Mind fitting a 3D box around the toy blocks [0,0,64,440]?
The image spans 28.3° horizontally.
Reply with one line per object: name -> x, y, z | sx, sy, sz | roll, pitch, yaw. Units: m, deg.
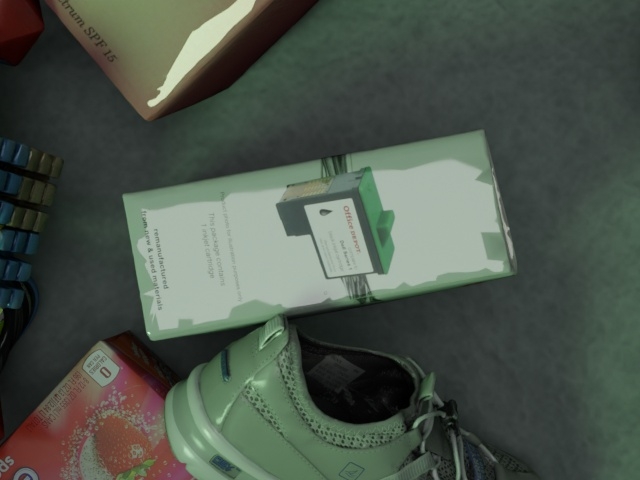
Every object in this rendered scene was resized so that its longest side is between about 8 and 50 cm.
toy blocks -> -0.282, -0.036, 0.757 | 0.260, 0.191, 0.382 | 15, 88, 13

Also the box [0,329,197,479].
box -> -0.172, 0.192, 0.815 | 0.128, 0.122, 0.257 | 43, 89, 0

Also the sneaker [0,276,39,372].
sneaker -> -0.253, 0.098, 0.839 | 0.067, 0.078, 0.188 | 30, 89, 0

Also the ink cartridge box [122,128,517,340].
ink cartridge box -> 0.000, 0.000, 0.802 | 0.219, 0.160, 0.093 | -11, 87, -1

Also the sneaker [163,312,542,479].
sneaker -> 0.049, 0.129, 0.773 | 0.281, 0.105, 0.115 | 23, 125, -32

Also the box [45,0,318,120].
box -> -0.054, -0.208, 0.777 | 0.232, 0.127, 0.149 | -40, 90, 27
